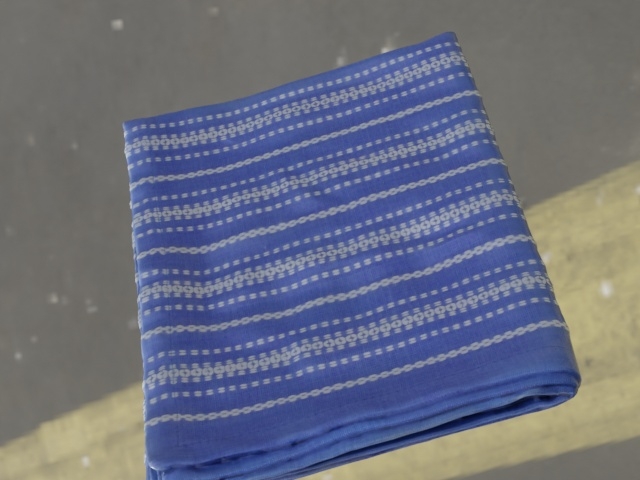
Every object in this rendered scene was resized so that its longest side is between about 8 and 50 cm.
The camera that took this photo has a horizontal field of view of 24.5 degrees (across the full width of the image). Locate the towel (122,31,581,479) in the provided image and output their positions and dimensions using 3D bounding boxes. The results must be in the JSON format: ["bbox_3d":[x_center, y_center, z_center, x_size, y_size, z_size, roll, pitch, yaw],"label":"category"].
[{"bbox_3d":[0.000,0.000,0.883,0.336,0.243,0.040,-102,-6,-48],"label":"towel"}]
